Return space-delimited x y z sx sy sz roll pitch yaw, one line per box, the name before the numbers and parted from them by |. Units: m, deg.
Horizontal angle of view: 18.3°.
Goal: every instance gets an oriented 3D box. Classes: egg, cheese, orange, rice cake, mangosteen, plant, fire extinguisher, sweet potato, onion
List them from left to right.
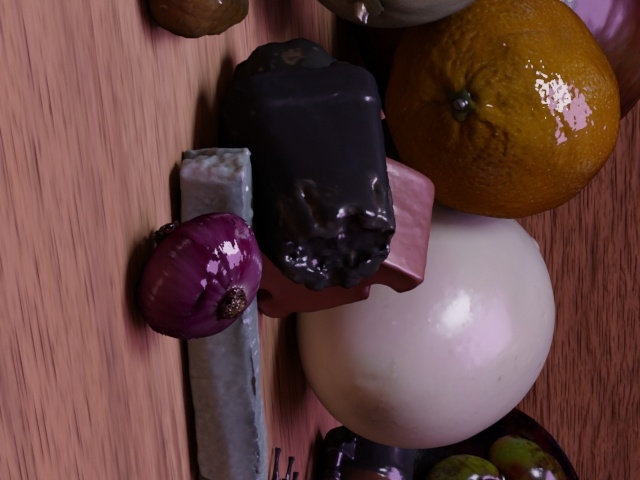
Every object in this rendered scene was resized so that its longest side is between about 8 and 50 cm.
onion | -0.100 0.024 1.590 0.104 0.115 0.115 49 -11 27
sweet potato | -0.092 -0.208 1.638 0.233 0.062 0.081 -57 147 -74
rice cake | -0.084 0.080 1.736 0.063 0.066 0.336 -65 156 -64
plant | -0.018 -0.074 1.767 0.256 0.142 0.164 -108 -161 -46
fire extinguisher | 0.011 0.392 2.280 0.200 0.113 0.376 26 57 -31
cheese | 0.019 -0.007 1.942 0.203 0.177 0.128 71 24 -61
egg | 0.110 0.088 2.177 0.345 0.283 0.283 -48 141 -64
mangosteen | 0.212 0.366 2.623 0.359 0.306 0.306 -174 -93 -71
orange | 0.187 -0.145 2.073 0.264 0.264 0.264 3 90 -79

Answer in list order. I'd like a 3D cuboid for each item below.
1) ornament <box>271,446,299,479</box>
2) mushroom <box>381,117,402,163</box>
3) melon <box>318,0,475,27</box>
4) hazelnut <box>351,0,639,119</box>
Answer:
ornament | -0.043 0.290 2.101 0.073 0.028 0.125 79 16 -53
mushroom | 0.089 -0.100 2.510 0.351 0.097 0.109 -46 136 -67
melon | 0.086 -0.350 1.955 0.268 0.268 0.330 77 27 -54
hazelnut | 0.211 -0.275 2.398 0.429 0.402 0.402 11 82 -72
